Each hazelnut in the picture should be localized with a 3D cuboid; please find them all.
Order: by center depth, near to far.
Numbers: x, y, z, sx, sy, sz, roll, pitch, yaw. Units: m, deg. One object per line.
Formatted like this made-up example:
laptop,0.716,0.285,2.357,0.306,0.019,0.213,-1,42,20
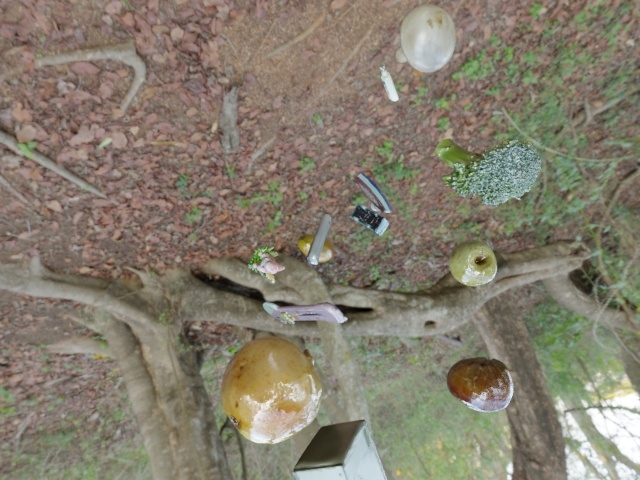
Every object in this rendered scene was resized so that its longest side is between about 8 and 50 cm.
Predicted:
hazelnut,0.635,0.567,1.711,0.252,0.217,0.217,3,164,18

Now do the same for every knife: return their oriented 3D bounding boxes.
knife,-0.065,0.248,1.447,0.132,0.038,0.399,45,147,-23
knife,-0.001,-0.003,1.829,0.041,0.265,0.073,1,137,21

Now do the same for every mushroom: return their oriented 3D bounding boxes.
mushroom,0.331,-0.654,1.413,0.207,0.207,0.215,-13,-172,-28

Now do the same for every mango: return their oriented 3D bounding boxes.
mango,-0.020,0.041,2.288,0.139,0.176,0.254,-65,160,6

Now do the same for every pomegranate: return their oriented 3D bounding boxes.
pomegranate,-0.175,0.550,1.626,0.412,0.411,0.411,-21,156,-10

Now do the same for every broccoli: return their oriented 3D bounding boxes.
broccoli,0.642,-0.291,1.628,0.353,0.397,0.274,21,108,-6

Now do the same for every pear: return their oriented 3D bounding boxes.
pear,0.536,0.081,1.510,0.167,0.167,0.136,-17,165,-19

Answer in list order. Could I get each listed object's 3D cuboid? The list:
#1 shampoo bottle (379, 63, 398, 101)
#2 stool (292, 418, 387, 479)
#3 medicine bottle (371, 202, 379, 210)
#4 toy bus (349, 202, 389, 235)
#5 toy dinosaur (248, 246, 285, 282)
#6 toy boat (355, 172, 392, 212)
shampoo bottle,0.228,-0.536,1.444,0.034,0.048,0.141,-20,142,17
stool,0.074,0.741,1.319,0.170,0.269,0.244,-19,-179,24
medicine bottle,0.305,-0.180,2.209,0.057,0.057,0.089,-17,-172,-20
toy bus,0.218,-0.089,1.858,0.079,0.160,0.092,-57,140,1
toy dinosaur,-0.232,0.104,2.017,0.152,0.177,0.194,-58,146,-11
toy boat,0.238,-0.208,1.939,0.046,0.228,0.080,-28,166,-43
